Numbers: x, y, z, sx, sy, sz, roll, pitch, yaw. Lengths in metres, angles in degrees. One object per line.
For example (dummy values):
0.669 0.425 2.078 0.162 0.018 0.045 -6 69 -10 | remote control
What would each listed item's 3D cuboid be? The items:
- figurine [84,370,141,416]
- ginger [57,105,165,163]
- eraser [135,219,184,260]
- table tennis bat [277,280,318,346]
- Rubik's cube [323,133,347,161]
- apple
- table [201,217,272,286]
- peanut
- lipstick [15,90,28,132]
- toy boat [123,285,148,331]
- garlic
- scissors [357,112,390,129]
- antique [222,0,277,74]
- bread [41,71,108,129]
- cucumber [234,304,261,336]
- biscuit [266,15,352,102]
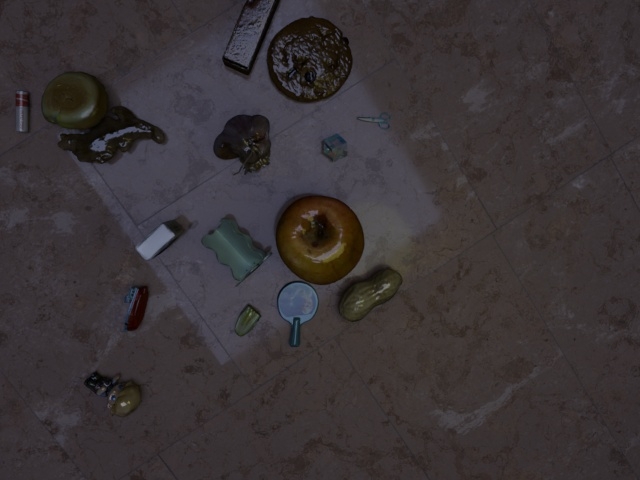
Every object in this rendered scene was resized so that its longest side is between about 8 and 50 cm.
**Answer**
-0.714 0.522 1.874 0.196 0.114 0.108 37 116 2 | figurine
-0.698 -0.346 1.780 0.333 0.080 0.166 -21 93 0 | ginger
-0.520 -0.004 1.772 0.124 0.210 0.068 -44 98 0 | eraser
-0.085 0.264 1.938 0.149 0.038 0.237 5 93 -7 | table tennis bat
0.048 -0.315 1.867 0.084 0.075 0.073 -16 143 -4 | Rubik's cube
0.000 0.000 1.807 0.299 0.275 0.298 0 86 3 | apple
-0.291 0.028 1.836 0.166 0.166 0.198 -43 91 0 | table
0.173 0.186 1.913 0.257 0.123 0.123 -35 99 -1 | peanut
-0.972 -0.419 1.763 0.039 0.038 0.130 3 96 -6 | lipstick
-0.641 0.233 1.860 0.059 0.069 0.172 15 93 13 | toy boat
-0.239 -0.283 1.787 0.207 0.207 0.256 -3 60 -6 | garlic
0.187 -0.422 1.896 0.119 0.014 0.058 3 95 -10 | scissors
-0.221 -0.712 1.785 0.094 0.087 0.309 23 94 -7 | antique
-0.781 -0.444 1.736 0.214 0.105 0.213 -2 77 9 | bread
-0.261 0.289 1.922 0.067 0.035 0.107 39 93 9 | cucumber
-0.035 -0.608 1.821 0.296 0.075 0.295 -1 97 -6 | biscuit
